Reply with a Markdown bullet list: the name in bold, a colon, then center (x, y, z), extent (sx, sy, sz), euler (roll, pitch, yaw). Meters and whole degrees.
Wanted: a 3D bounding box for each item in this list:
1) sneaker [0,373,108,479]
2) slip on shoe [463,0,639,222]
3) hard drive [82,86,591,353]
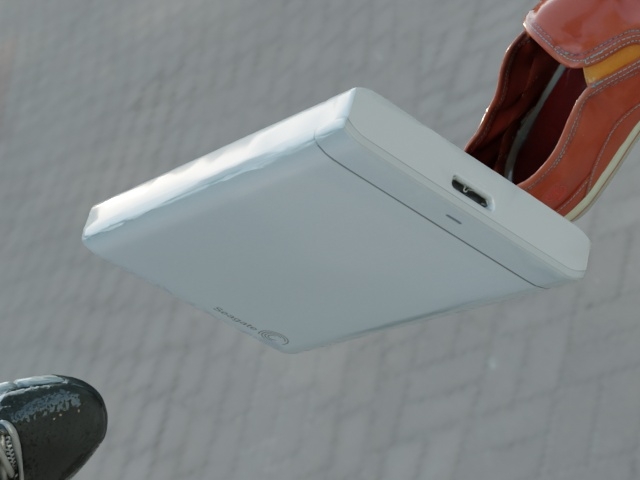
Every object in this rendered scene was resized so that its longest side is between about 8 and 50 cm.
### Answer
- **sneaker**: center (-0.220, 0.158, 0.944), extent (0.228, 0.086, 0.132), euler (-25, 14, -16)
- **slip on shoe**: center (0.203, -0.151, 1.144), extent (0.123, 0.101, 0.331), euler (53, 127, 40)
- **hard drive**: center (0.000, 0.000, 1.231), extent (0.353, 0.233, 0.047), euler (-18, 49, 51)
